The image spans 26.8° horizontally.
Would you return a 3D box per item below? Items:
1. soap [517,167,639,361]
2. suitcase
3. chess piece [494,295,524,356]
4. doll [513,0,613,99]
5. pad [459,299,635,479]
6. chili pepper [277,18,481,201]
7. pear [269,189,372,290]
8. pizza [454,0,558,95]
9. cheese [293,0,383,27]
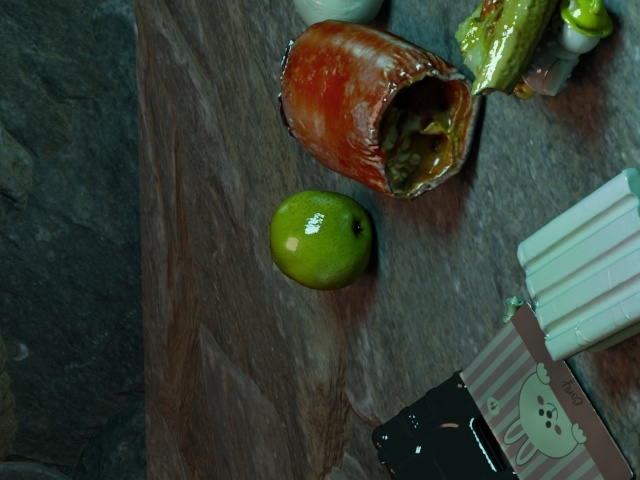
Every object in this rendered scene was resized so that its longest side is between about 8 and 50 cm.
[{"bbox_3d":[0.371,0.033,1.703,0.289,0.095,0.173,135,122,-62],"label":"soap"},{"bbox_3d":[0.218,0.364,2.089,0.066,0.206,0.285,39,-161,-52],"label":"suitcase"},{"bbox_3d":[0.287,0.127,2.011,0.042,0.042,0.093,40,129,56],"label":"chess piece"},{"bbox_3d":[0.311,-0.250,1.734,0.207,0.081,0.129,128,157,-59],"label":"doll"},{"bbox_3d":[0.320,0.263,1.947,0.202,0.005,0.300,-55,53,42],"label":"pad"},{"bbox_3d":[0.087,-0.200,2.099,0.305,0.229,0.251,40,120,57],"label":"chili pepper"},{"bbox_3d":[-0.001,0.000,2.431,0.198,0.198,0.198,169,90,-67],"label":"pear"},{"bbox_3d":[0.231,-0.283,1.779,0.280,0.075,0.287,-67,10,-16],"label":"pizza"},{"bbox_3d":[0.026,-0.434,2.224,0.198,0.154,0.189,-19,88,66],"label":"cheese"}]
